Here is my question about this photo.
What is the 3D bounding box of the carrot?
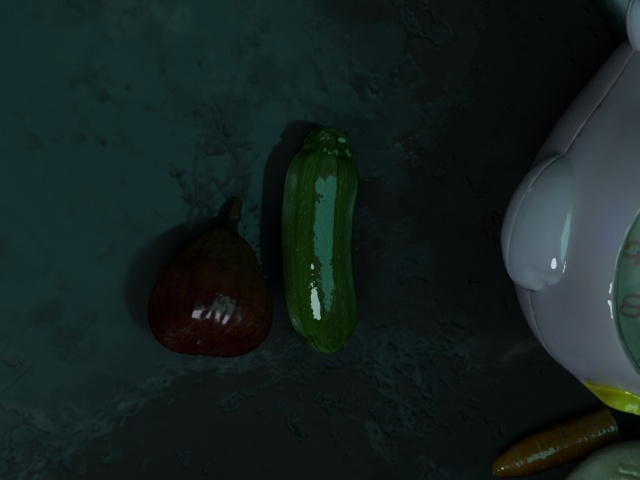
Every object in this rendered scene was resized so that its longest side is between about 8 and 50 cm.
[{"bbox_3d":[0.239,0.212,1.890,0.139,0.048,0.048,-18,104,-15],"label":"carrot"}]

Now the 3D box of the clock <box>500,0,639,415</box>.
[{"bbox_3d":[0.356,-0.037,1.786,0.368,0.250,0.376,9,102,-19],"label":"clock"}]

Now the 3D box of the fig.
[{"bbox_3d":[-0.096,0.036,1.710,0.119,0.119,0.153,10,93,-20],"label":"fig"}]

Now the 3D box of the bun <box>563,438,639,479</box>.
[{"bbox_3d":[0.327,0.306,1.889,0.231,0.133,0.231,0,91,-18],"label":"bun"}]

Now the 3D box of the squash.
[{"bbox_3d":[0.000,0.000,1.762,0.077,0.068,0.219,2,98,-3],"label":"squash"}]
